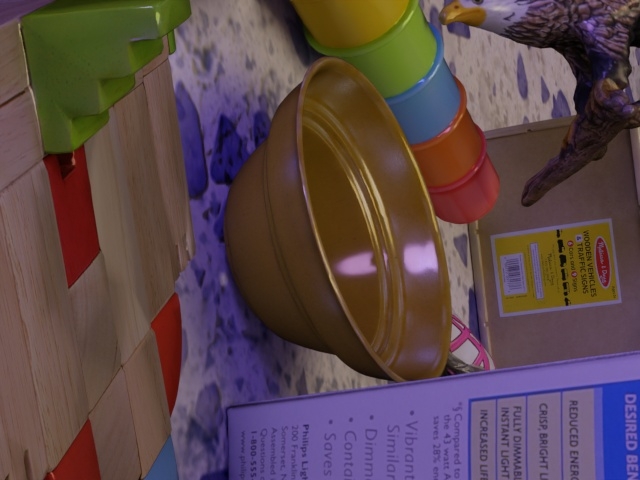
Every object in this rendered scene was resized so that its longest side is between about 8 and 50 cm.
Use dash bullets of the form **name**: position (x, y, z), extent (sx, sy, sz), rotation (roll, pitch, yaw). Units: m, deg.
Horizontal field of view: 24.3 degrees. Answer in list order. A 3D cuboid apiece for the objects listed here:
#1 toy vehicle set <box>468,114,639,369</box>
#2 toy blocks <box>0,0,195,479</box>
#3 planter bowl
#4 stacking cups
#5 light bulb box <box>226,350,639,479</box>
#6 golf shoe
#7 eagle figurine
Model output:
- **toy vehicle set**: position (0.220, 0.024, 1.328), extent (0.035, 0.166, 0.267), rotation (5, 79, -64)
- **toy blocks**: position (-0.126, 0.039, 0.579), extent (0.381, 0.190, 0.261), rotation (-66, 151, -71)
- **planter bowl**: position (0.000, 0.000, 0.944), extent (0.217, 0.090, 0.217), rotation (48, 32, -45)
- **stacking cups**: position (0.057, -0.115, 1.134), extent (0.316, 0.096, 0.096), rotation (58, 34, -50)
- **light bulb box**: position (0.147, 0.256, 0.831), extent (0.225, 0.361, 0.358), rotation (11, 72, -47)
- **golf shoe**: position (0.090, 0.073, 1.155), extent (0.186, 0.067, 0.086), rotation (37, 49, -56)
- **eagle figurine**: position (0.168, -0.207, 1.128), extent (0.225, 0.226, 0.298), rotation (6, 61, -59)
